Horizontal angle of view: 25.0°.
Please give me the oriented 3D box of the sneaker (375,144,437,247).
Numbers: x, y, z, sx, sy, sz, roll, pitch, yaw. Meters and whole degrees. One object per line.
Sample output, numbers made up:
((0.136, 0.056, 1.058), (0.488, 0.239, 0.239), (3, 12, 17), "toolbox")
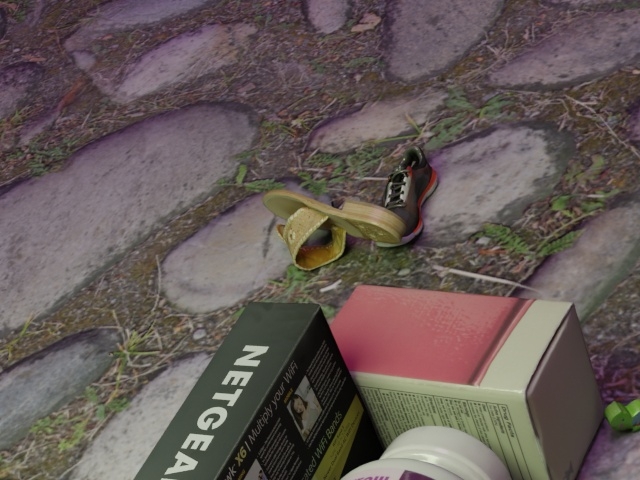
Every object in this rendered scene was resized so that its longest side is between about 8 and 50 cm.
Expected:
((0.092, -0.055, 1.713), (0.061, 0.065, 0.158), (-6, 37, 24), "sneaker")

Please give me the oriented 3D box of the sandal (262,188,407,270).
((-0.004, -0.003, 1.683), (0.240, 0.088, 0.079), (7, 67, 50), "sandal")

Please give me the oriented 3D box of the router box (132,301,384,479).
((-0.054, 0.242, 1.225), (0.081, 0.243, 0.309), (1, 39, 31), "router box")

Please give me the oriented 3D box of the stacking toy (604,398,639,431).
((0.373, 0.160, 1.261), (0.221, 0.052, 0.167), (-22, 33, 2), "stacking toy")

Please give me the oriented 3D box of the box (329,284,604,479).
((0.126, 0.140, 1.345), (0.232, 0.149, 0.127), (4, 41, 33), "box")

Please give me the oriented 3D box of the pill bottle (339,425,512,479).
((0.054, 0.281, 1.154), (0.169, 0.169, 0.301), (-3, 25, 27), "pill bottle")
